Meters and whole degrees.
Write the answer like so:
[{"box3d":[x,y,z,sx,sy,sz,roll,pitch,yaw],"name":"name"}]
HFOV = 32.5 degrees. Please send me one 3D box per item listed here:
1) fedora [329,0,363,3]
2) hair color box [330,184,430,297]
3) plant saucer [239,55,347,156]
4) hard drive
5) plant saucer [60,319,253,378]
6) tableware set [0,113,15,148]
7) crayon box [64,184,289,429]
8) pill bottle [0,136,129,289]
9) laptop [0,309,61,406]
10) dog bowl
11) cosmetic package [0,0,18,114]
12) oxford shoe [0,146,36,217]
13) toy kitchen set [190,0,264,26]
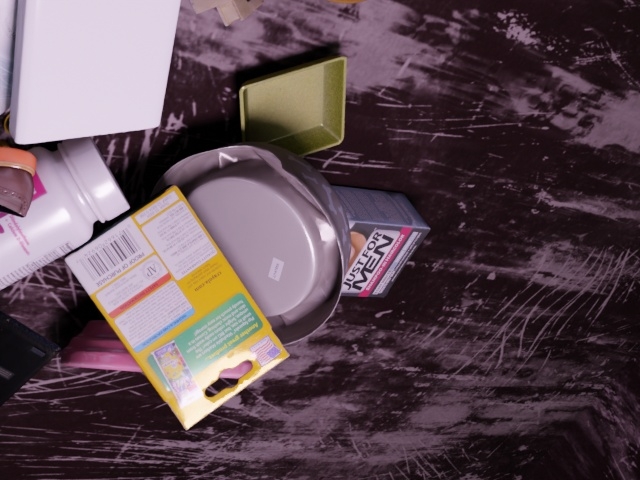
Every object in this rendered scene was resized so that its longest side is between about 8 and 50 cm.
[{"box3d":[0.067,-0.428,1.608,0.194,0.079,0.194,-18,161,-7],"name":"fedora"},{"box3d":[0.000,0.000,2.018,0.374,0.114,0.185,4,129,-39],"name":"hair color box"},{"box3d":[-0.052,-0.215,1.799,0.188,0.045,0.188,-20,140,-18],"name":"plant saucer"},{"box3d":[-0.274,-0.266,1.360,0.203,0.040,0.308,-12,136,-32],"name":"hard drive"},{"box3d":[-0.280,0.189,1.916,0.332,0.332,0.084,10,82,-43],"name":"plant saucer"},{"box3d":[-0.456,-0.180,1.554,0.104,0.024,0.154,-21,142,-16],"name":"tableware set"},{"box3d":[-0.223,0.102,1.709,0.203,0.083,0.323,-35,99,-10],"name":"crayon box"},{"box3d":[-0.436,-0.038,1.612,0.283,0.160,0.160,-30,143,-6],"name":"pill bottle"},{"box3d":[-0.684,0.155,1.615,0.408,0.236,0.382,-42,143,0],"name":"laptop"},{"box3d":[-0.108,-0.001,1.781,0.102,0.348,0.349,-49,167,-55],"name":"dog bowl"},{"box3d":[-0.417,-0.299,1.359,0.224,0.138,0.224,-37,143,2],"name":"cosmetic package"},{"box3d":[-0.527,-0.072,1.494,0.271,0.098,0.097,-2,165,1],"name":"oxford shoe"},{"box3d":[-0.141,-0.360,1.592,0.068,0.075,0.083,-12,115,32],"name":"toy kitchen set"}]
